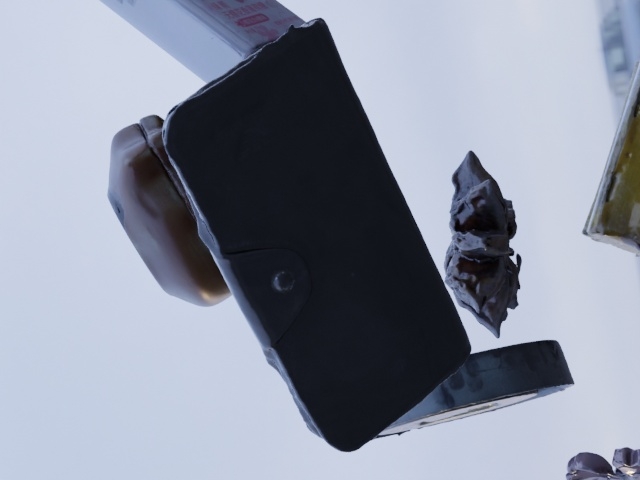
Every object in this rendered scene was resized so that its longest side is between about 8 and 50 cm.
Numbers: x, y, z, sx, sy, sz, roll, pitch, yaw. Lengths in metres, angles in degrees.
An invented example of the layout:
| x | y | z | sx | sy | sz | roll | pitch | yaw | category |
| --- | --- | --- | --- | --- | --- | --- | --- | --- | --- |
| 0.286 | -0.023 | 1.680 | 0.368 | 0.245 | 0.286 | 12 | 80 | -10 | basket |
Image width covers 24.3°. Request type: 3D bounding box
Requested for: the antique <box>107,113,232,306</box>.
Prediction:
| x | y | z | sx | sy | sz | roll | pitch | yaw | category |
| --- | --- | --- | --- | --- | --- | --- | --- | --- | --- |
| -0.193 | -0.029 | 1.998 | 0.278 | 0.129 | 0.223 | 60 | 179 | -35 | antique |

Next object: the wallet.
| x | y | z | sx | sy | sz | roll | pitch | yaw | category |
| --- | --- | --- | --- | --- | --- | --- | --- | --- | --- |
| 0.000 | 0.000 | 1.338 | 0.051 | 0.197 | 0.377 | 14 | 134 | 58 | wallet |

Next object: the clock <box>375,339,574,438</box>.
| x | y | z | sx | sy | sz | roll | pitch | yaw | category |
| --- | --- | --- | --- | --- | --- | --- | --- | --- | --- |
| 0.170 | 0.200 | 1.944 | 0.319 | 0.319 | 0.066 | 31 | -137 | -76 | clock |

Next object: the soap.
| x | y | z | sx | sy | sz | roll | pitch | yaw | category |
| --- | --- | --- | --- | --- | --- | --- | --- | --- | --- |
| 0.529 | -0.097 | 2.124 | 0.143 | 0.259 | 0.281 | -168 | 98 | -83 | soap |

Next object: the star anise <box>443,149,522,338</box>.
| x | y | z | sx | sy | sz | roll | pitch | yaw | category |
| --- | --- | --- | --- | --- | --- | --- | --- | --- | --- |
| 0.189 | 0.018 | 1.749 | 0.209 | 0.089 | 0.231 | -56 | -33 | -60 | star anise |

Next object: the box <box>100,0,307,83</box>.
| x | y | z | sx | sy | sz | roll | pitch | yaw | category |
| --- | --- | --- | --- | --- | --- | --- | --- | --- | --- |
| -0.193 | -0.347 | 2.157 | 0.190 | 0.370 | 0.112 | -28 | -27 | -52 | box |

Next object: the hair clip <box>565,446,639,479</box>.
| x | y | z | sx | sy | sz | roll | pitch | yaw | category |
| --- | --- | --- | --- | --- | --- | --- | --- | --- | --- |
| 0.354 | 0.333 | 1.888 | 0.173 | 0.300 | 0.069 | 27 | -134 | -30 | hair clip |
